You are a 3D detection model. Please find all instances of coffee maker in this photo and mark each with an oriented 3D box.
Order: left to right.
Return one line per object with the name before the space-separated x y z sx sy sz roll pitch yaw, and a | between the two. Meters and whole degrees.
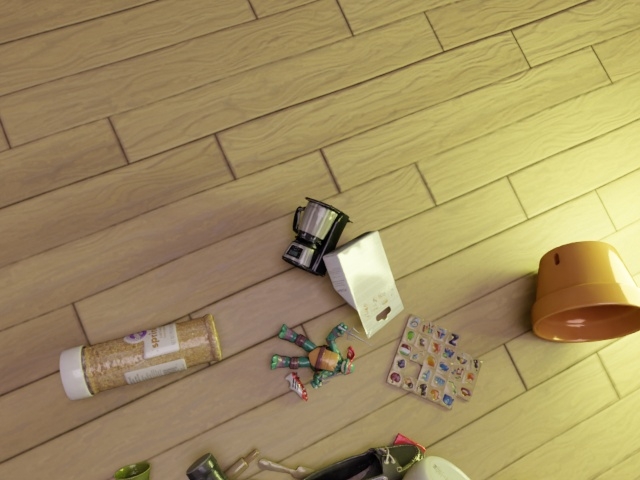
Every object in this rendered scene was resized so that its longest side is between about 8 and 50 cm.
coffee maker | 0.000 0.000 1.451 0.171 0.120 0.178 25 87 -33

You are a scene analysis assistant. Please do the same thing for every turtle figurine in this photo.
turtle figurine | 0.002 0.296 1.400 0.234 0.118 0.175 12 57 9

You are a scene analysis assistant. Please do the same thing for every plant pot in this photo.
plant pot | -0.428 0.571 1.288 0.083 0.083 0.079 -10 92 -12
plant pot | 0.708 0.134 1.497 0.290 0.291 0.204 6 60 -9

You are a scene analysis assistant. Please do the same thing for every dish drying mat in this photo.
dish drying mat | 0.232 0.536 1.448 0.083 0.008 0.032 30 75 -2

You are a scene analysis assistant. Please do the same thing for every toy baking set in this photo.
toy baking set | -0.148 0.612 1.353 0.256 0.030 0.197 -44 95 -9

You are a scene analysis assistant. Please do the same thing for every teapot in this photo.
teapot | 0.259 0.637 1.260 0.256 0.252 0.187 34 105 -23

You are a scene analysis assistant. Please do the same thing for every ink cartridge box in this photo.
ink cartridge box | 0.117 0.112 1.459 0.189 0.066 0.232 -28 105 -46

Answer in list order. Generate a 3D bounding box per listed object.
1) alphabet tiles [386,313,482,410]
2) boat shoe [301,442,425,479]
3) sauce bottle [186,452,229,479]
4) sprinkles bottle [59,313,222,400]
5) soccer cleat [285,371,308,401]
alphabet tiles | 0.317 0.335 1.506 0.237 0.009 0.198 24 75 -5
boat shoe | 0.103 0.568 1.350 0.335 0.112 0.096 -21 112 -14
sauce bottle | -0.182 0.647 1.274 0.111 0.111 0.344 -33 91 -15
sprinkles bottle | -0.420 0.275 1.325 0.355 0.121 0.121 -13 81 -13
soccer cleat | -0.060 0.376 1.419 0.035 0.029 0.083 -27 95 12
